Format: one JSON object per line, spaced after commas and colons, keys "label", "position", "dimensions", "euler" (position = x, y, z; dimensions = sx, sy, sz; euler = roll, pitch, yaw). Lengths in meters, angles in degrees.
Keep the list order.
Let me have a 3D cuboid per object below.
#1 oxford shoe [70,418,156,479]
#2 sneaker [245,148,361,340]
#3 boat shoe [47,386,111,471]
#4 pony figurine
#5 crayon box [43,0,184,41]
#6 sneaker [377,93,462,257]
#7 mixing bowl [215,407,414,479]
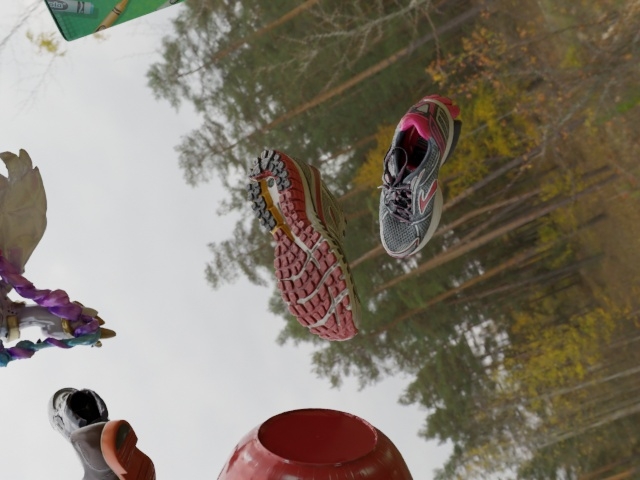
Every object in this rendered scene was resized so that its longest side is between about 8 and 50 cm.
{"label": "oxford shoe", "position": [-0.371, 0.429, 1.137], "dimensions": [0.096, 0.099, 0.271], "euler": [-82, -14, -59]}
{"label": "sneaker", "position": [0.000, 0.000, 0.683], "dimensions": [0.093, 0.088, 0.225], "euler": [3, -118, -47]}
{"label": "boat shoe", "position": [-0.582, 0.406, 1.507], "dimensions": [0.127, 0.341, 0.158], "euler": [-19, -61, -36]}
{"label": "pony figurine", "position": [-0.536, 0.070, 0.977], "dimensions": [0.350, 0.364, 0.302], "euler": [89, 180, -46]}
{"label": "crayon box", "position": [-0.247, -0.387, 0.849], "dimensions": [0.165, 0.279, 0.081], "euler": [56, 165, 37]}
{"label": "sneaker", "position": [0.147, -0.100, 1.068], "dimensions": [0.112, 0.121, 0.299], "euler": [-36, -39, -47]}
{"label": "mixing bowl", "position": [-0.003, 0.184, 0.448], "dimensions": [0.181, 0.182, 0.098], "euler": [-26, -60, -73]}
